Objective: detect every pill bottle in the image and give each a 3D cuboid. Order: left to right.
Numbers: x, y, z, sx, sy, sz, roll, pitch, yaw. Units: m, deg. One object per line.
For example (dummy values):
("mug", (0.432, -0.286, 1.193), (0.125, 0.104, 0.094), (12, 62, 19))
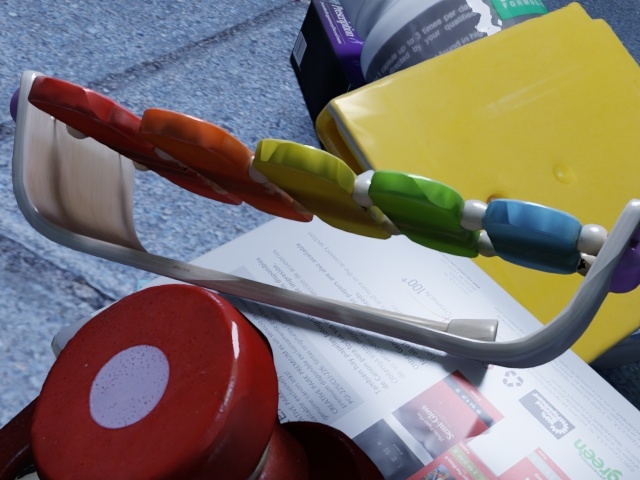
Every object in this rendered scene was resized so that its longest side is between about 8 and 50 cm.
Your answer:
("pill bottle", (0.168, -0.161, 0.971), (0.204, 0.204, 0.361), (-14, 72, -43))

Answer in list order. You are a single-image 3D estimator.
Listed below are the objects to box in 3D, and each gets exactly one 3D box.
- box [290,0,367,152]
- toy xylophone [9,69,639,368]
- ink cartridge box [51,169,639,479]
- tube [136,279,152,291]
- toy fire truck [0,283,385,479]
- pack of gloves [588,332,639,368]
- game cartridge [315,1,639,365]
("box", (0.079, -0.205, 1.199), (0.184, 0.103, 0.261), (11, 34, -21))
("toy xylophone", (0.000, 0.000, 0.479), (0.323, 0.081, 0.236), (15, -5, 9))
("ink cartridge box", (0.018, 0.133, 0.597), (0.272, 0.130, 0.309), (-27, 53, -24))
("tube", (-0.052, 0.069, 0.764), (0.207, 0.052, 0.080), (8, 29, -12))
("toy fire truck", (-0.102, 0.174, 0.389), (0.254, 0.169, 0.302), (-22, 47, 13))
("pack of gloves", (0.365, 0.075, 0.841), (0.195, 0.232, 0.046), (11, 64, -26))
("game cartridge", (0.197, -0.048, 0.789), (0.324, 0.052, 0.285), (-25, 78, -30))
